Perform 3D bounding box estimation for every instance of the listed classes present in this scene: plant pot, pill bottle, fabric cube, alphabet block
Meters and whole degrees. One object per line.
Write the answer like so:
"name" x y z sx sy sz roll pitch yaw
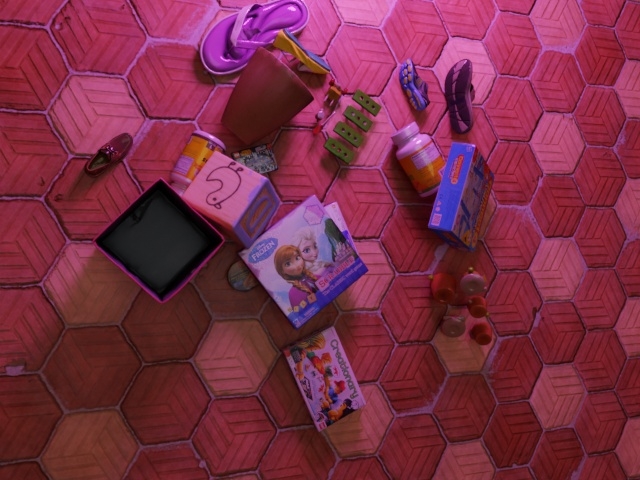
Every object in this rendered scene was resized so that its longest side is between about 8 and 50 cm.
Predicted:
"plant pot" -0.189 -0.432 1.714 0.237 0.237 0.254 40 92 -14
"pill bottle" -0.390 -0.225 1.683 0.117 0.117 0.215 28 81 -16
"pill bottle" 0.353 -0.290 1.921 0.136 0.136 0.246 -35 99 -16
"fabric cube" -0.470 0.005 1.579 0.259 0.258 0.254 46 75 -12
"alphabet block" -0.268 -0.120 1.644 0.197 0.193 0.192 28 74 16

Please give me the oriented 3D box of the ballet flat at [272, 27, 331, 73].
"ballet flat" -0.067 -0.617 1.815 0.231 0.077 0.077 29 118 -38

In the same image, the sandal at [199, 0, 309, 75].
"sandal" -0.214 -0.691 1.757 0.416 0.102 0.169 -37 100 -15

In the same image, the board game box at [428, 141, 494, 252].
"board game box" 0.504 -0.143 1.905 0.302 0.086 0.308 26 79 -57

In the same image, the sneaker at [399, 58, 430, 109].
"sneaker" 0.346 -0.568 1.970 0.078 0.067 0.188 -27 96 -38

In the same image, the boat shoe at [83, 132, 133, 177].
"boat shoe" -0.637 -0.260 1.631 0.178 0.060 0.064 -46 102 -14

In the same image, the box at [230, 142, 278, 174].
"box" -0.217 -0.262 1.788 0.137 0.027 0.094 -19 94 -18

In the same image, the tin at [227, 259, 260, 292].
"tin" -0.217 0.098 1.778 0.189 0.040 0.106 -25 101 -16

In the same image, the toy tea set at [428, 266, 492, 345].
"toy tea set" 0.523 0.239 1.985 0.200 0.124 0.336 -13 115 15

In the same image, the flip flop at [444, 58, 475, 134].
"flip flop" 0.533 -0.532 2.010 0.080 0.112 0.277 -3 87 -44

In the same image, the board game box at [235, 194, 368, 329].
"board game box" -0.055 0.070 1.772 0.318 0.066 0.318 -39 100 -12

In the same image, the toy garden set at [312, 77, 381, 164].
"toy garden set" 0.070 -0.421 1.878 0.203 0.049 0.244 33 80 -17

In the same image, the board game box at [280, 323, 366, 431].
"board game box" 0.012 0.465 1.837 0.193 0.053 0.305 -25 97 -18

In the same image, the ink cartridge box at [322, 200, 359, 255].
"ink cartridge box" 0.000 0.000 1.845 0.208 0.045 0.206 -25 97 -16
